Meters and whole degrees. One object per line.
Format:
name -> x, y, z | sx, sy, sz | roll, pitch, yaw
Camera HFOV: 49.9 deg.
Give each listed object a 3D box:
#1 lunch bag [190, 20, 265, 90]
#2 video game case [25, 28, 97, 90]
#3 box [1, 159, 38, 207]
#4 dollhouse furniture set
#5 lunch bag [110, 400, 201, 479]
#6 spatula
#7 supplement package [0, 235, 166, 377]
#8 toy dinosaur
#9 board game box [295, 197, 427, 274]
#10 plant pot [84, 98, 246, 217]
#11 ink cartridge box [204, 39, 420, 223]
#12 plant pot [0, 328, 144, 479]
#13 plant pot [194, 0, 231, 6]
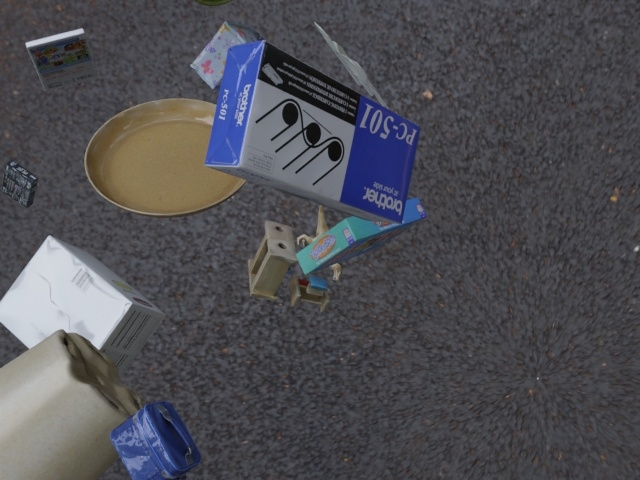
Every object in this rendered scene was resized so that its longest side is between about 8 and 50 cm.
lunch bag -> -0.101, -0.215, 0.811 | 0.053, 0.083, 0.071 | 46, 109, 1
video game case -> -0.407, -0.284, 1.090 | 0.087, 0.122, 0.011 | -20, 74, -15
box -> -0.621, -0.116, 1.420 | 0.067, 0.018, 0.083 | 33, 131, 0
dollhouse furniture set -> -0.058, 0.060, 1.579 | 0.129, 0.183, 0.129 | -103, 34, -51
lunch bag -> -0.184, 0.238, 0.793 | 0.065, 0.067, 0.098 | -39, 75, 13
spatula -> 0.077, -0.378, 1.552 | 0.019, 0.242, 0.168 | -43, 58, 5
supplement package -> -0.500, 0.153, 1.435 | 0.261, 0.145, 0.204 | 34, 85, 21
toy dinosaur -> 0.000, 0.000, 1.517 | 0.092, 0.053, 0.183 | -11, 102, 14
board game box -> 0.078, -0.010, 1.300 | 0.160, 0.210, 0.047 | -35, 78, 45
plant pot -> -0.206, -0.113, 0.966 | 0.236, 0.032, 0.236 | 2, 49, -2
ink cartridge box -> 0.003, -0.082, 0.588 | 0.046, 0.207, 0.097 | 7, 85, 43
plant pot -> -0.475, 0.327, 1.148 | 0.305, 0.334, 0.334 | -41, 70, -7
plant pot -> -0.194, -0.418, 0.678 | 0.293, 0.275, 0.275 | 26, 88, 12
